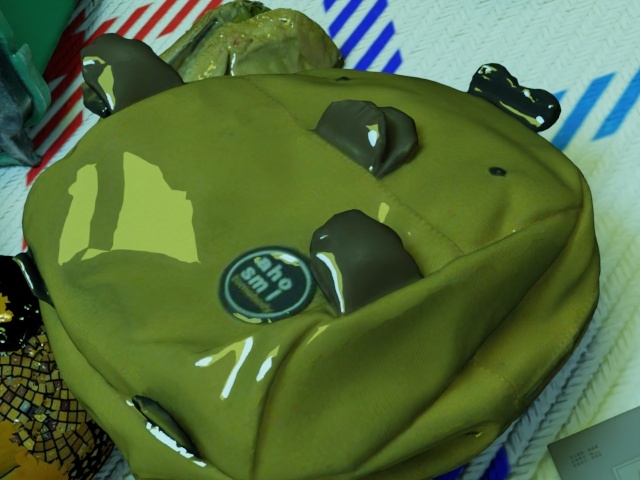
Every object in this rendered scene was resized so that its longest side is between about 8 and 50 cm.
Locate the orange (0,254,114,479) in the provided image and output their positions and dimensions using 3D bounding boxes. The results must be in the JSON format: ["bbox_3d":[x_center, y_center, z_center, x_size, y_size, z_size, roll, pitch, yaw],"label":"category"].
[{"bbox_3d":[-0.263,0.117,0.841,0.234,0.182,0.234,-23,38,19],"label":"orange"}]

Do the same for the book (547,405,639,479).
[{"bbox_3d":[0.227,0.176,0.663,0.127,0.014,0.181,-24,49,7],"label":"book"}]

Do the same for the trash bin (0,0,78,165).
[{"bbox_3d":[-0.370,-0.281,1.143,0.259,0.295,0.381,-3,44,24],"label":"trash bin"}]

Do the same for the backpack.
[{"bbox_3d":[-0.002,0.004,0.732,0.378,0.201,0.353,-31,53,-31],"label":"backpack"}]

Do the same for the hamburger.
[{"bbox_3d":[-0.107,-0.124,0.974,0.124,0.131,0.262,22,62,36],"label":"hamburger"}]
